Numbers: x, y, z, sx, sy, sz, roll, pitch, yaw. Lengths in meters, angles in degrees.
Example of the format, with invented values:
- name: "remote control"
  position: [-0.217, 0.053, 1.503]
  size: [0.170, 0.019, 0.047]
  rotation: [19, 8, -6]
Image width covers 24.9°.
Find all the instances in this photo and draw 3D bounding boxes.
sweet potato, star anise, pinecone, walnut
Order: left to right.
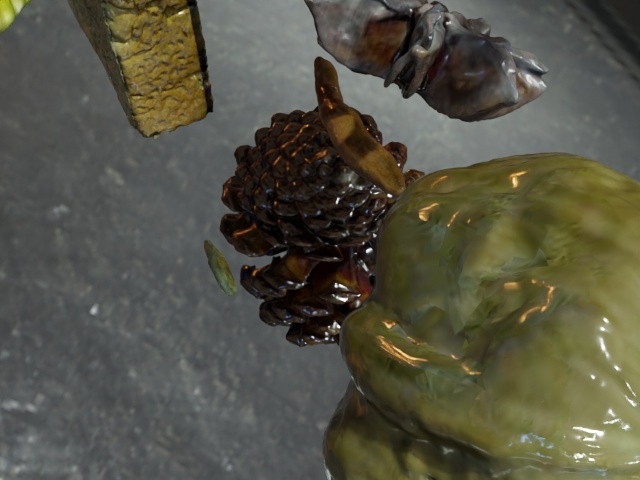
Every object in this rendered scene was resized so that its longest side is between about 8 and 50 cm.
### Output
- name: "pinecone"
  position: [0.000, -0.002, 1.669]
  size: [0.246, 0.292, 0.246]
  rotation: [3, 43, -3]
- name: "sweet potato"
  position: [0.026, -0.099, 1.308]
  size: [0.044, 0.044, 0.179]
  rotation: [2, 43, -40]
- name: "star anise"
  position: [0.080, -0.174, 1.237]
  size: [0.229, 0.093, 0.236]
  rotation: [12, 27, -36]
- name: "walnut"
  position: [0.141, 0.093, 0.897]
  size: [0.276, 0.282, 0.253]
  rotation: [21, 35, 38]

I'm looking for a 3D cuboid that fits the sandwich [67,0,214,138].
- name: "sandwich"
  position: [-0.201, -0.279, 1.431]
  size: [0.095, 0.273, 0.249]
  rotation: [-22, 55, -12]

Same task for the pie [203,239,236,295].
- name: "pie"
  position: [-0.134, 0.034, 1.896]
  size: [0.084, 0.021, 0.084]
  rotation: [63, 2, -3]

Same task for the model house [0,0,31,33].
- name: "model house"
  position: [-0.327, -0.221, 0.961]
  size: [0.215, 0.237, 0.303]
  rotation: [-1, 28, 34]
